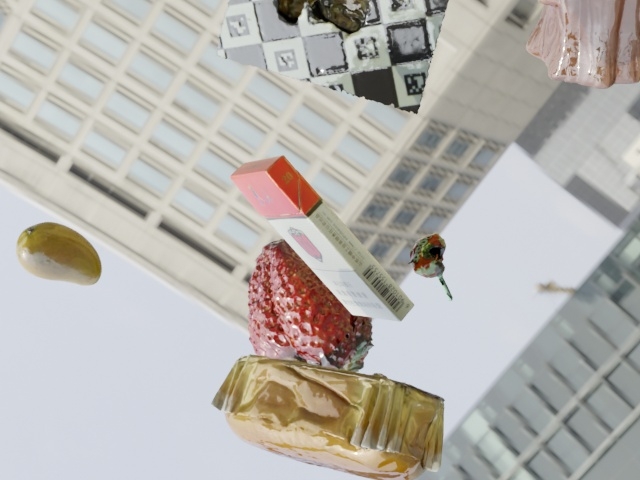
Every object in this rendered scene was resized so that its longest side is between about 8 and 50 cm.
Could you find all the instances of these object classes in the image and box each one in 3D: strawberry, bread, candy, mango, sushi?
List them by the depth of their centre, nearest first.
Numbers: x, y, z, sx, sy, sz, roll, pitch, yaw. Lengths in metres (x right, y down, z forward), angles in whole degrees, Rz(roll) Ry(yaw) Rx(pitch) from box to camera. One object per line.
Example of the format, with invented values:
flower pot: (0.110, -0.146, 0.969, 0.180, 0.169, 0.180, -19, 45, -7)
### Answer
bread: (0.010, 0.194, 1.147, 0.241, 0.107, 0.136, 4, 162, 37)
candy: (0.151, 0.043, 1.344, 0.049, 0.056, 0.185, 30, 169, 26)
sushi: (0.033, -0.340, 1.384, 0.294, 0.292, 0.059, 20, -152, 7)
mango: (-0.450, 0.027, 1.816, 0.161, 0.103, 0.076, 30, -167, -31)
strawberry: (-0.026, 0.132, 1.999, 0.238, 0.250, 0.288, -8, -117, -52)

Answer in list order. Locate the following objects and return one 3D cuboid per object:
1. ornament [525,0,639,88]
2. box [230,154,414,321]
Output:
ornament: (0.433, -0.375, 1.551, 0.235, 0.218, 0.221, 10, -131, 16)
box: (0.000, 0.000, 1.263, 0.245, 0.035, 0.139, 48, 163, -17)
